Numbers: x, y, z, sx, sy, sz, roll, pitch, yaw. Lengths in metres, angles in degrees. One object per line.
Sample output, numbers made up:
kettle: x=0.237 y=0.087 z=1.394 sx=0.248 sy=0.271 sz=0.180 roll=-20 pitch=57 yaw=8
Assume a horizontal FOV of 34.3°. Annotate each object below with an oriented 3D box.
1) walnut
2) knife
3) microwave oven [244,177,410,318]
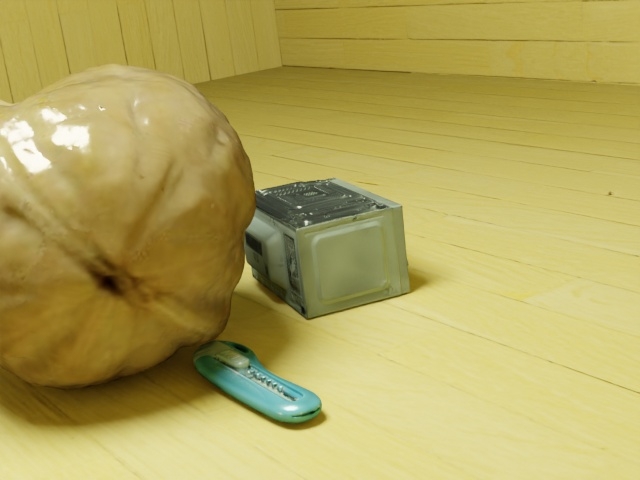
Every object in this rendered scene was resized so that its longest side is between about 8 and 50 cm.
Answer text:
walnut: x=-0.237 y=-0.019 z=1.111 sx=0.381 sy=0.381 sz=0.381 roll=-7 pitch=16 yaw=2
knife: x=-0.068 y=0.136 z=1.035 sx=0.064 sy=0.031 sz=0.222 roll=-16 pitch=19 yaw=-28
microwave oven: x=0.000 y=0.000 z=1.310 sx=0.162 sy=0.123 sz=0.208 roll=-12 pitch=17 yaw=-20
